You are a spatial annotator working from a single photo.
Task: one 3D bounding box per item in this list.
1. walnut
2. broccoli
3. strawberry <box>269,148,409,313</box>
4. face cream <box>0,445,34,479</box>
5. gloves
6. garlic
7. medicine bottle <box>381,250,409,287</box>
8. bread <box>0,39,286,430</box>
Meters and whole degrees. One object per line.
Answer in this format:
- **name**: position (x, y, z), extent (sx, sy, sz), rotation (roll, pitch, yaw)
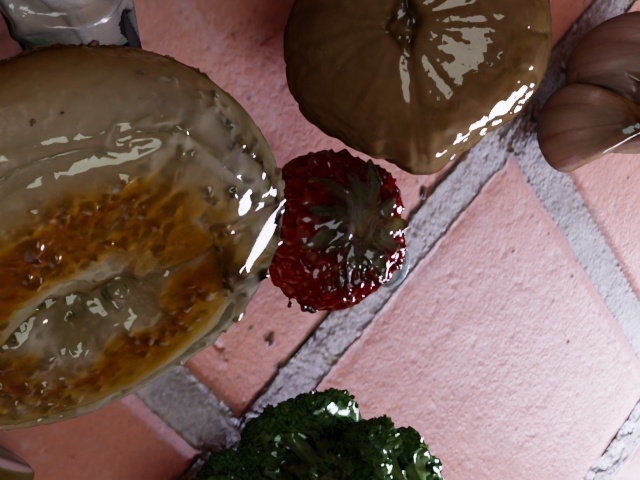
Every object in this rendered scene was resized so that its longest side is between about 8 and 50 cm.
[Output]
- **walnut**: position (0.080, -0.162, 0.804), extent (0.228, 0.228, 0.228), rotation (-10, 107, -34)
- **broccoli**: position (0.004, 0.283, 0.843), extent (0.308, 0.275, 0.307), rotation (3, 80, -17)
- **strawberry**: position (0.013, -0.007, 0.818), extent (0.145, 0.086, 0.145), rotation (3, 86, -39)
- **face cream**: position (-0.343, 0.265, 0.704), extent (0.139, 0.067, 0.285), rotation (39, 78, -35)
- **gloves**: position (-0.191, -0.223, 0.671), extent (0.128, 0.111, 0.212), rotation (-28, 124, -22)
- **garlic**: position (0.334, -0.166, 1.031), extent (0.214, 0.191, 0.160), rotation (-7, 81, -22)
- **medicine bottle**: position (0.000, 0.000, 0.893), extent (0.191, 0.051, 0.051), rotation (18, 91, -36)
- **bread**: position (-0.176, -0.005, 0.669), extent (0.306, 0.158, 0.305), rotation (-19, 137, -19)
